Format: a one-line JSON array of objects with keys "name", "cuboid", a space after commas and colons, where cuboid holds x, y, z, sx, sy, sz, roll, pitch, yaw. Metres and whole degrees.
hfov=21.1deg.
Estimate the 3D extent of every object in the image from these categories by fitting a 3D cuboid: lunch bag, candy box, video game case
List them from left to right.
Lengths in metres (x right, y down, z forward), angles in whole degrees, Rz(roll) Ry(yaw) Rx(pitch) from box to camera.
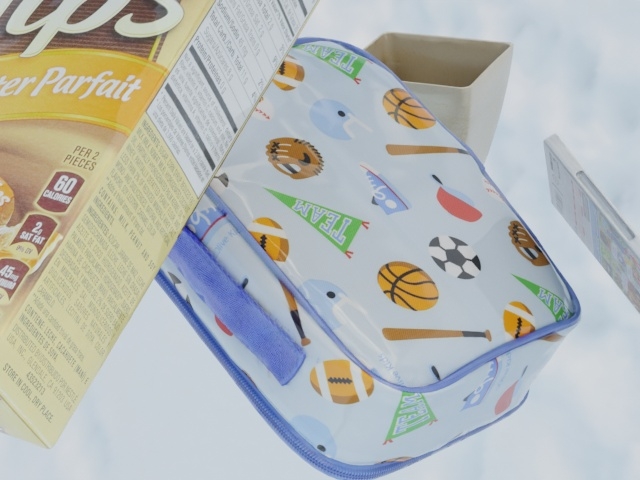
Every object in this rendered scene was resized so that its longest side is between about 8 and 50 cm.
[{"name": "candy box", "cuboid": [-0.145, -0.066, 0.888, 0.183, 0.087, 0.316, 15, 63, 28]}, {"name": "lunch bag", "cuboid": [0.000, 0.000, 1.088, 0.243, 0.303, 0.115, -20, -31, -44]}, {"name": "video game case", "cuboid": [0.181, -0.003, 1.086, 0.011, 0.087, 0.122, -31, 62, -6]}]

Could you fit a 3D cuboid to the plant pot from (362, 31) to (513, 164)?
[{"name": "plant pot", "cuboid": [0.081, -0.094, 1.316, 0.109, 0.096, 0.109, 8, 27, 23]}]
